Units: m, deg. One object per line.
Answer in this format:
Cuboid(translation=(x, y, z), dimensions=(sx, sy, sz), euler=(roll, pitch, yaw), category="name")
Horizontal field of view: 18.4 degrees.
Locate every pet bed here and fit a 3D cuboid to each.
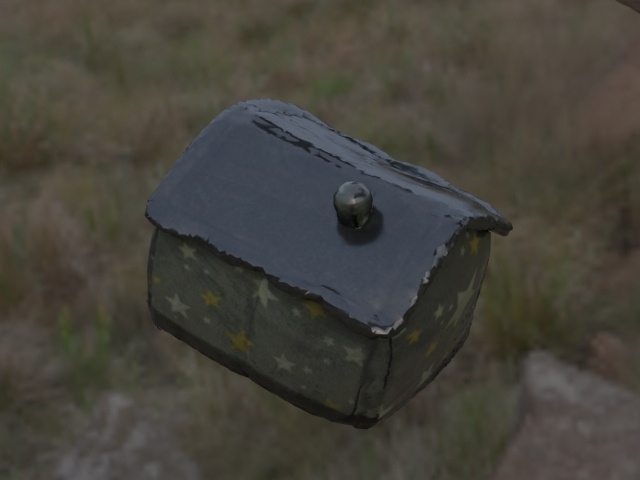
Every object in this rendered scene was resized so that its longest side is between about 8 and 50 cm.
Cuboid(translation=(0.000, 0.000, 1.334), dimensions=(0.211, 0.159, 0.183), euler=(29, 40, 22), category="pet bed")

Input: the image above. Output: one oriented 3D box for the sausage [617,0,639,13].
Cuboid(translation=(0.186, -0.160, 1.066), dimensions=(0.094, 0.094, 0.419), euler=(26, 8, 23), category="sausage")
